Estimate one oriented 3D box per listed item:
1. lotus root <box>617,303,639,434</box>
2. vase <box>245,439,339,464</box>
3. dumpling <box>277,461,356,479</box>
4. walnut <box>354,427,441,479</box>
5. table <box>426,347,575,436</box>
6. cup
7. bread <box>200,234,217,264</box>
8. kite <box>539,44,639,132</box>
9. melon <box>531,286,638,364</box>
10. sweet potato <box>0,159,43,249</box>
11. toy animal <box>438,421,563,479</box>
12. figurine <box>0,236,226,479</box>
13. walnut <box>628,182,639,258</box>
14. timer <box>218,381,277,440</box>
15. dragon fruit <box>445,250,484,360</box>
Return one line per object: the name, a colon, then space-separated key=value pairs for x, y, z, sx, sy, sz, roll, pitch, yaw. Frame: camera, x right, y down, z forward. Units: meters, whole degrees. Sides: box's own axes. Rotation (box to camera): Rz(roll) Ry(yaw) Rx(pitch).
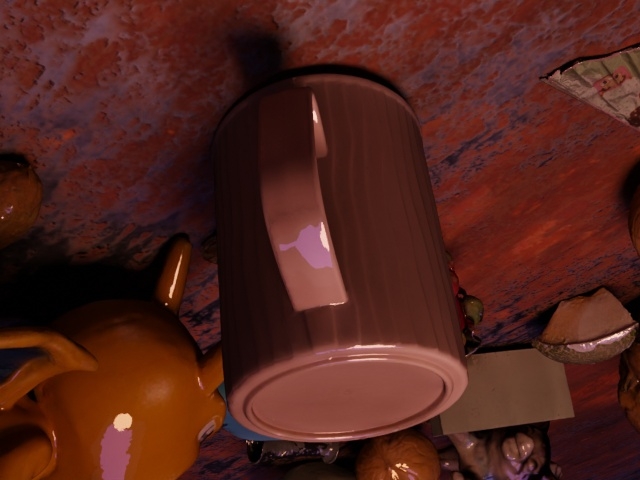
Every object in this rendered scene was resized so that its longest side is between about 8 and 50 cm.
lotus root: x=0.557 y=0.204 z=1.276 sx=0.272 sy=0.192 sz=0.272 roll=-26 pitch=127 yaw=-39
vase: x=-0.048 y=0.368 z=1.469 sx=0.167 sy=0.059 sz=0.059 roll=10 pitch=141 yaw=-34
dumpling: x=0.034 y=0.562 z=1.599 sx=0.320 sy=0.270 sz=0.212 roll=-10 pitch=128 yaw=-50
walnut: x=0.144 y=0.424 z=1.538 sx=0.159 sy=0.159 sz=0.207 roll=-20 pitch=157 yaw=9
table: x=0.278 y=0.251 z=1.368 sx=0.240 sy=0.122 sz=0.111 roll=-3 pitch=164 yaw=-18
cup: x=0.018 y=0.002 z=0.712 sx=0.208 sy=0.273 sz=0.288 roll=5 pitch=146 yaw=-17
bread: x=-0.090 y=0.018 z=0.919 sx=0.047 sy=0.036 sz=0.083 roll=-31 pitch=143 yaw=30
kite: x=0.371 y=-0.175 z=0.820 sx=0.322 sy=0.013 sz=0.268 roll=-14 pitch=149 yaw=-1
melon: x=0.384 y=0.144 z=1.261 sx=0.139 sy=0.093 sz=0.202 roll=-8 pitch=157 yaw=-15
sweet potato: x=-0.332 y=0.001 z=0.775 sx=0.081 sy=0.062 sz=0.233 roll=9 pitch=145 yaw=-39
toy animal: x=0.370 y=0.445 z=1.645 sx=0.302 sy=0.194 sz=0.344 roll=-3 pitch=150 yaw=-7
figurine: x=-0.276 y=0.167 z=0.809 sx=0.387 sy=0.268 sz=0.401 roll=-13 pitch=170 yaw=-33
walnut: x=0.446 y=-0.019 z=0.961 sx=0.165 sy=0.165 sz=0.197 roll=-21 pitch=145 yaw=11
timer: x=-0.046 y=0.244 z=1.285 sx=0.249 sy=0.091 sz=0.232 roll=-8 pitch=151 yaw=13
dragon fruit: x=0.069 y=0.107 z=0.996 sx=0.198 sy=0.218 sz=0.273 roll=47 pitch=132 yaw=-5
